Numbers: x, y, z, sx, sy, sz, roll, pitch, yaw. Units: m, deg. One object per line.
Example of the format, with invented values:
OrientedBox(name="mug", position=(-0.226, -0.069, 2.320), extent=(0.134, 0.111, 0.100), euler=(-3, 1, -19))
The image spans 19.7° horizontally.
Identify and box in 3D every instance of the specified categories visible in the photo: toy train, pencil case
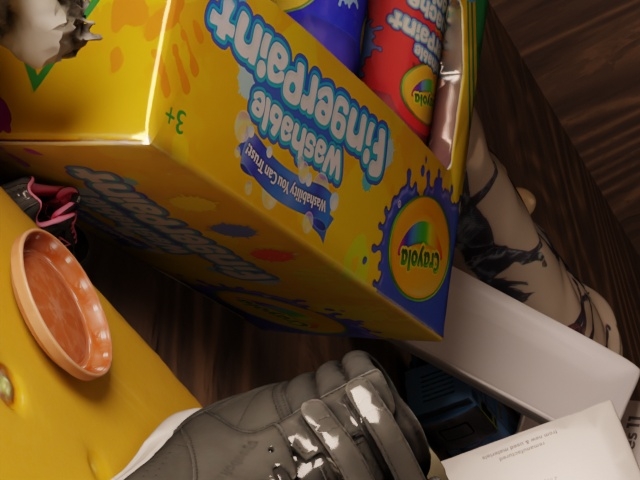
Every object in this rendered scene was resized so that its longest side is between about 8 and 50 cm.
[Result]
OrientedBox(name="toy train", position=(0.139, 0.157, 1.709), extent=(0.184, 0.080, 0.105), euler=(51, 28, -44))
OrientedBox(name="pencil case", position=(0.153, 0.004, 1.850), extent=(0.410, 0.160, 0.183), euler=(51, 9, -38))

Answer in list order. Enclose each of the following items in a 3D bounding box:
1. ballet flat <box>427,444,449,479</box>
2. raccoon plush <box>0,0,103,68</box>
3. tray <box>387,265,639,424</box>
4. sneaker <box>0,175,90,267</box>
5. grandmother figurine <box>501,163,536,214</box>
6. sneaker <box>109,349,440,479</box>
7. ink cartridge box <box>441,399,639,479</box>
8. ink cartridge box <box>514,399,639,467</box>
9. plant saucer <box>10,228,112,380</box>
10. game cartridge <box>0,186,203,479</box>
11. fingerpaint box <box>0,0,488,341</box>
OrientedBox(name="ballet flat", position=(0.054, 0.187, 1.297), extent=(0.248, 0.086, 0.086), euler=(45, 23, -49))
OrientedBox(name="raccoon plush", position=(-0.160, -0.253, 0.796), extent=(0.299, 0.446, 0.216), euler=(19, 31, -51))
OrientedBox(name="tray", position=(0.146, 0.093, 1.636), extent=(0.270, 0.030, 0.145), euler=(28, 32, 7))
OrientedBox(name="sneaker", position=(-0.154, -0.009, 1.047), extent=(0.047, 0.057, 0.119), euler=(66, 14, 19))
OrientedBox(name="grandmother figurine", position=(0.120, -0.118, 2.002), extent=(0.208, 0.104, 0.342), euler=(38, -4, 44))
OrientedBox(name="sneaker", position=(-0.023, 0.132, 0.895), extent=(0.104, 0.147, 0.296), euler=(63, 15, -12))
OrientedBox(name="ink cartridge box", position=(0.200, 0.280, 1.459), extent=(0.171, 0.168, 0.233), euler=(64, 6, -65))
OrientedBox(name="ink cartridge box", position=(0.298, 0.285, 1.772), extent=(0.353, 0.119, 0.207), euler=(45, 54, -47))
OrientedBox(name="plant saucer", position=(-0.134, 0.034, 0.943), extent=(0.083, 0.013, 0.083), euler=(57, 16, -27))
OrientedBox(name="game cartridge", position=(-0.131, 0.124, 0.927), extent=(0.324, 0.052, 0.285), euler=(53, 18, -39))
OrientedBox(name="fingerpaint box", position=(-0.037, -0.164, 1.206), extent=(0.445, 0.163, 0.371), euler=(36, 60, -60))
